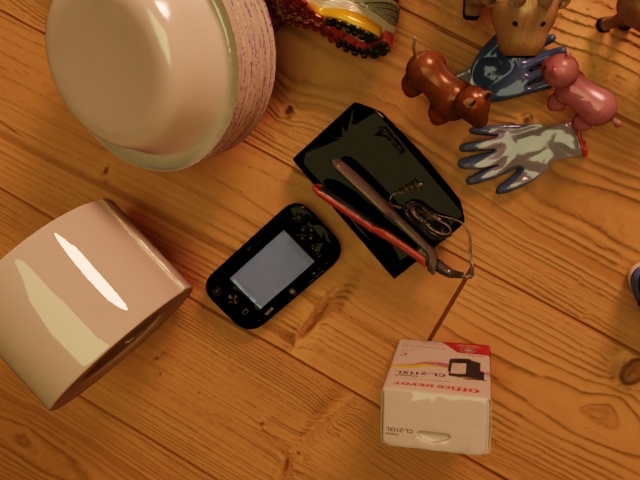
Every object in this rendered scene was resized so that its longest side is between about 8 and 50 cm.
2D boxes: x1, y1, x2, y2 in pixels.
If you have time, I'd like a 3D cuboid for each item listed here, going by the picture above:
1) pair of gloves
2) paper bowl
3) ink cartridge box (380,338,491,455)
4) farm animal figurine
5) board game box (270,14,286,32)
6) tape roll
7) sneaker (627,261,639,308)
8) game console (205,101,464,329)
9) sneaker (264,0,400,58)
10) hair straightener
[{"bbox_3d":[0.238,-0.163,0.820,0.159,0.023,0.198,-15,98,14],"label":"pair of gloves"},{"bbox_3d":[-0.207,-0.221,0.780,0.284,0.148,0.284,11,117,23],"label":"paper bowl"},{"bbox_3d":[0.151,0.190,0.828,0.128,0.175,0.072,3,101,13],"label":"ink cartridge box"},{"bbox_3d":[0.237,-0.270,0.698,0.331,0.172,0.326,-15,89,2],"label":"farm animal figurine"},{"bbox_3d":[-0.229,-0.365,0.882,0.208,0.056,0.346,-38,90,21],"label":"board game box"},{"bbox_3d":[-0.321,0.085,0.887,0.246,0.246,0.169,-44,89,17],"label":"tape roll"},{"bbox_3d":[0.428,0.101,0.791,0.058,0.084,0.152,-27,94,17],"label":"sneaker"},{"bbox_3d":[0.000,0.000,0.898,0.361,0.044,0.213,-41,89,18],"label":"game console"},{"bbox_3d":[-0.006,-0.311,0.805,0.225,0.088,0.092,23,79,-14],"label":"sneaker"},{"bbox_3d":[0.105,-0.033,0.821,0.230,0.047,0.089,37,106,4],"label":"hair straightener"}]
